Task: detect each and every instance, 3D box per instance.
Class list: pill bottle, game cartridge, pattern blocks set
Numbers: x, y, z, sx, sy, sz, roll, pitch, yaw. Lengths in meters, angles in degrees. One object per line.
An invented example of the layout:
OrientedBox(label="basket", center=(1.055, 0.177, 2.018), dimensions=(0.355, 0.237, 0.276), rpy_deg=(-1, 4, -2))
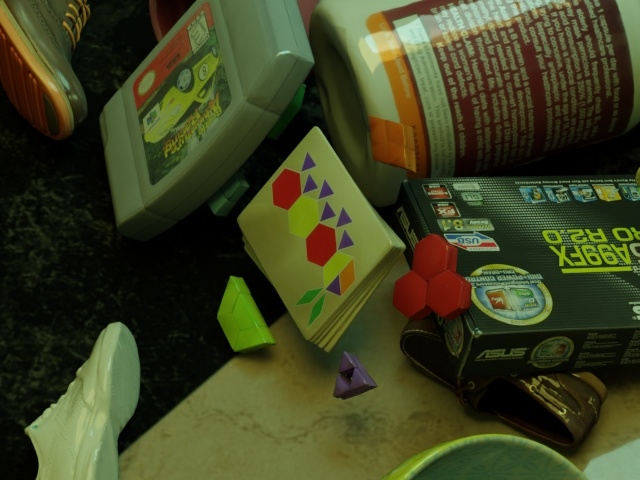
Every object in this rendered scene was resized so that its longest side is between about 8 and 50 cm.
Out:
OrientedBox(label="pill bottle", center=(0.205, -0.191, 1.796), dimensions=(0.392, 0.224, 0.224), rpy_deg=(-17, 50, -11))
OrientedBox(label="game cartridge", center=(-0.125, -0.141, 1.778), dimensions=(0.060, 0.294, 0.196), rpy_deg=(19, 39, -38))
OrientedBox(label="pattern blocks set", center=(0.000, 0.000, 1.667), dimensions=(0.285, 0.026, 0.325), rpy_deg=(-41, 56, 28))

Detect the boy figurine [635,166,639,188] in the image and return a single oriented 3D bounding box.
OrientedBox(label="boy figurine", center=(0.394, -0.086, 1.716), dimensions=(0.092, 0.177, 0.285), rpy_deg=(37, 39, 13))

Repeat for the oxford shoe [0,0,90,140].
OrientedBox(label="oxford shoe", center=(-0.319, -0.255, 1.972), dimensions=(0.133, 0.130, 0.363), rpy_deg=(-17, 50, -17))

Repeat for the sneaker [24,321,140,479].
OrientedBox(label="sneaker", center=(-0.232, 0.167, 1.640), dimensions=(0.094, 0.080, 0.212), rpy_deg=(-4, 50, 17))

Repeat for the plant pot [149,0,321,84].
OrientedBox(label="plant pot", center=(-0.059, -0.269, 1.926), dimensions=(0.201, 0.201, 0.180), rpy_deg=(22, 40, 22))

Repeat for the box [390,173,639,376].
OrientedBox(label="box", center=(0.226, 0.028, 1.661), dimensions=(0.270, 0.060, 0.216), rpy_deg=(-2, 42, -19))

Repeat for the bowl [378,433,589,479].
OrientedBox(label="bowl", center=(0.101, 0.306, 1.411), dimensions=(0.289, 0.289, 0.156), rpy_deg=(-48, 18, -29))

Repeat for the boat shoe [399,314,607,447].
OrientedBox(label="boat shoe", center=(0.163, 0.130, 1.629), dimensions=(0.207, 0.073, 0.073), rpy_deg=(20, 52, 21))
